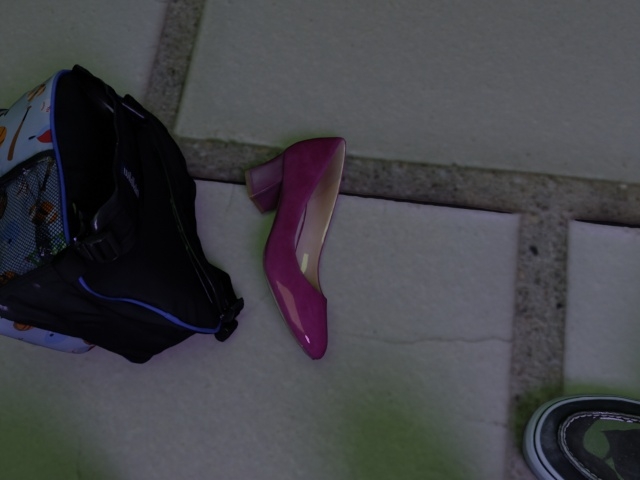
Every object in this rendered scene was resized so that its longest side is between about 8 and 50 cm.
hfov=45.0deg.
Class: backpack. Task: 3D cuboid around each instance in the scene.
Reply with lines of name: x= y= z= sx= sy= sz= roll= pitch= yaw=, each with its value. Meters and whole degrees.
backpack: x=-0.228 y=-0.023 z=0.766 sx=0.213 sy=0.276 sz=0.263 roll=-17 pitch=65 yaw=15

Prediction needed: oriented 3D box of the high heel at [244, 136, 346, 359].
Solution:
high heel: x=0.000 y=0.000 z=0.809 sx=0.117 sy=0.082 sz=0.244 roll=-22 pitch=55 yaw=9

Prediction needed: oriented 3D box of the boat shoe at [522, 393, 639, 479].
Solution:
boat shoe: x=0.347 y=0.212 z=0.665 sx=0.335 sy=0.119 sz=0.121 roll=17 pitch=72 yaw=13
